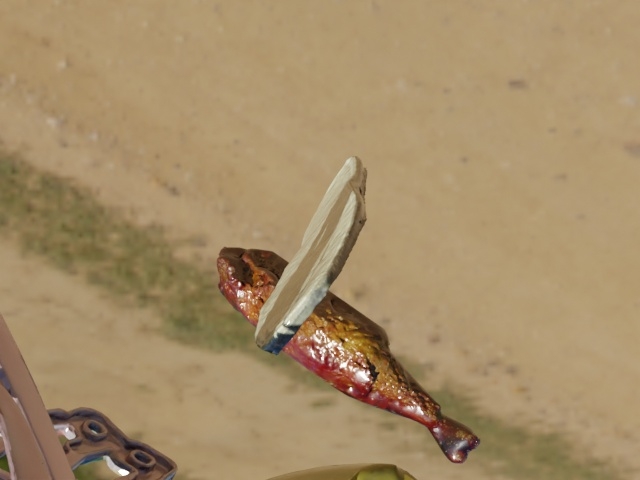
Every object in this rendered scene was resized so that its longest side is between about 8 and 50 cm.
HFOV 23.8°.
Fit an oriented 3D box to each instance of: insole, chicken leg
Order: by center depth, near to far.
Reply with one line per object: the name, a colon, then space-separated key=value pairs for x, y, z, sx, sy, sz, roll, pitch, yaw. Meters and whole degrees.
insole: x=0.000 y=0.000 z=0.647 sx=0.010 sy=0.192 sz=0.063 roll=38 pitch=106 yaw=-7
chicken leg: x=0.008 y=0.062 z=0.954 sx=0.219 sy=0.048 sz=0.089 roll=34 pitch=-178 yaw=33

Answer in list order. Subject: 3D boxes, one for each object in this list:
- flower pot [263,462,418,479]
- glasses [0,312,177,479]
flower pot: x=0.007 y=0.235 z=0.986 sx=0.195 sy=0.195 sz=0.179 roll=10 pitch=153 yaw=-27
glasses: x=-0.126 y=0.024 z=0.470 sx=0.095 sy=0.255 sz=0.162 roll=-55 pitch=168 yaw=11
